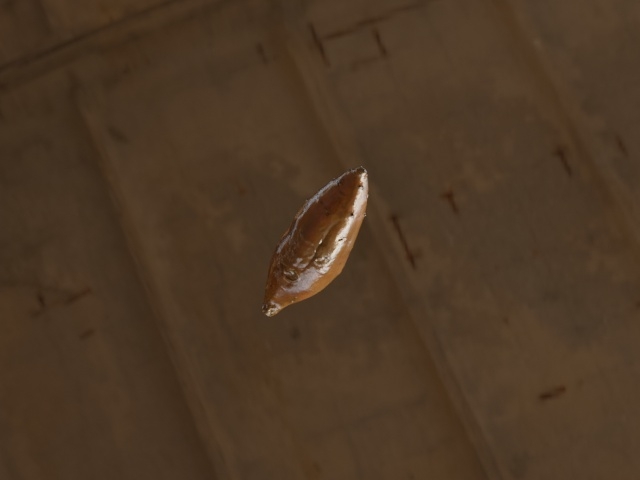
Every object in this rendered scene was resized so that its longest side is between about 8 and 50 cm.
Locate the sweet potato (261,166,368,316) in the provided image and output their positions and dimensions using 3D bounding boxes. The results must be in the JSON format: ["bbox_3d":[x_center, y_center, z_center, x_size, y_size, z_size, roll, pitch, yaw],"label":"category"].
[{"bbox_3d":[0.000,0.000,0.814,0.034,0.095,0.034,25,-147,-18],"label":"sweet potato"}]
